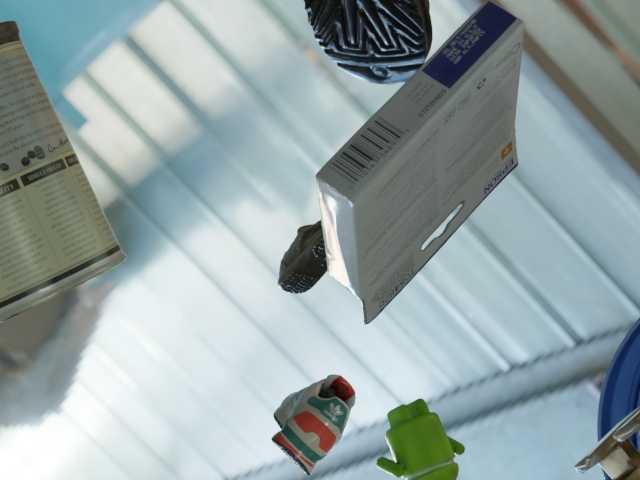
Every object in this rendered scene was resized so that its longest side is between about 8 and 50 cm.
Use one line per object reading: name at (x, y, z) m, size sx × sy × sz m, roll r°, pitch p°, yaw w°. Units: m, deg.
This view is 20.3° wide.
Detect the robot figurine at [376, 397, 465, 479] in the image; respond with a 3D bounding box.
robot figurine at (0.117, 0.242, 2.046) m, size 0.101 × 0.115 × 0.067 m, roll -16°, pitch 169°, yaw -32°

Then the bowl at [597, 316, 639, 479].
bowl at (0.493, 0.227, 1.991) m, size 0.077 × 0.391 × 0.391 m, roll -4°, pitch 155°, yaw -48°

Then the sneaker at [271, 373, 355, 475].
sneaker at (0.002, 0.148, 1.527) m, size 0.075 × 0.057 × 0.161 m, roll -46°, pitch -178°, yaw 5°

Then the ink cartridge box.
ink cartridge box at (0.087, -0.062, 1.507) m, size 0.223 × 0.045 × 0.224 m, roll -46°, pitch 157°, yaw -20°

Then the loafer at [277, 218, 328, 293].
loafer at (0.000, 0.000, 1.936) m, size 0.148 × 0.056 × 0.050 m, roll -41°, pitch -133°, yaw 32°

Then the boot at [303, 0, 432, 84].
boot at (0.072, -0.370, 1.921) m, size 0.131 × 0.348 × 0.260 m, roll 4°, pitch -136°, yaw 24°

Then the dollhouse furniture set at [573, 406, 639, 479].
dollhouse furniture set at (0.362, 0.255, 1.726) m, size 0.161 × 0.212 × 0.242 m, roll -35°, pitch 170°, yaw -37°

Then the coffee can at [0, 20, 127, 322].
coffee can at (-0.349, -0.062, 1.857) m, size 0.201 × 0.275 × 0.201 m, roll -25°, pitch -176°, yaw 2°
